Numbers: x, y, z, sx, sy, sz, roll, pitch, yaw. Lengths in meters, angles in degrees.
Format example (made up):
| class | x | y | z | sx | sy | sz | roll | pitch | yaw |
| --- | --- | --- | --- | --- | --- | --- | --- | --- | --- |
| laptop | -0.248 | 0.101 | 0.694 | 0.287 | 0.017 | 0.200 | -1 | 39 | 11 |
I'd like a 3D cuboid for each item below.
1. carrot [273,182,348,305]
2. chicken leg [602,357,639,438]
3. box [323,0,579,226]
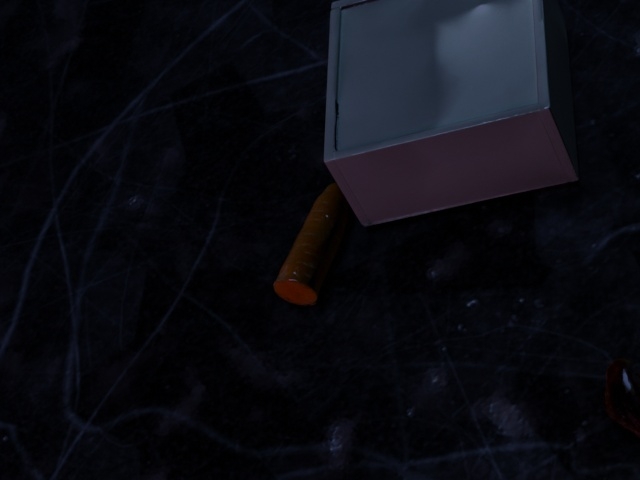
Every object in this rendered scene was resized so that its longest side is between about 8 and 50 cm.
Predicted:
| class | x | y | z | sx | sy | sz | roll | pitch | yaw |
| --- | --- | --- | --- | --- | --- | --- | --- | --- | --- |
| carrot | 0.000 | 0.000 | 1.613 | 0.048 | 0.048 | 0.139 | 4 | 51 | 29 |
| chicken leg | 0.317 | 0.232 | 1.227 | 0.158 | 0.096 | 0.407 | -38 | 40 | 21 |
| box | 0.130 | -0.148 | 1.623 | 0.225 | 0.117 | 0.225 | -12 | 49 | 18 |
